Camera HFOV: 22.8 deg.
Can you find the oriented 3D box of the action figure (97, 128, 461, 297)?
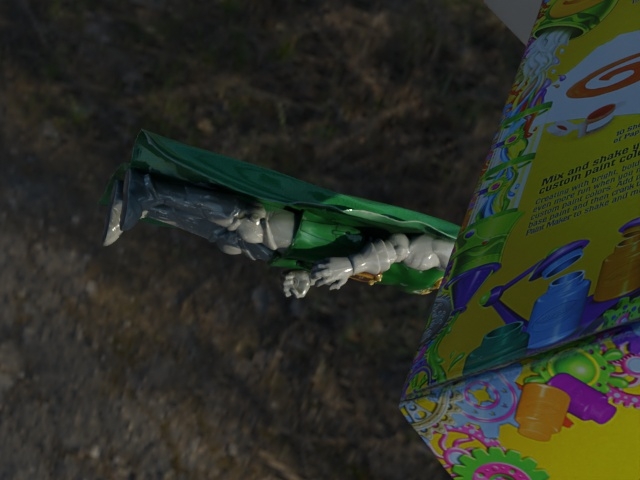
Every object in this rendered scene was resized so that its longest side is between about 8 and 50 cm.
[{"bbox_3d":[0.000,0.000,0.877,0.232,0.137,0.063,11,80,-16],"label":"action figure"}]

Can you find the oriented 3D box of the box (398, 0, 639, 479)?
[{"bbox_3d":[0.220,-0.014,0.564,0.177,0.290,0.279,52,37,-23],"label":"box"}]

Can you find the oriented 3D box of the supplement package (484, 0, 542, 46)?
[{"bbox_3d":[0.249,-0.175,1.028,0.177,0.175,0.293,-24,48,-14],"label":"supplement package"}]
